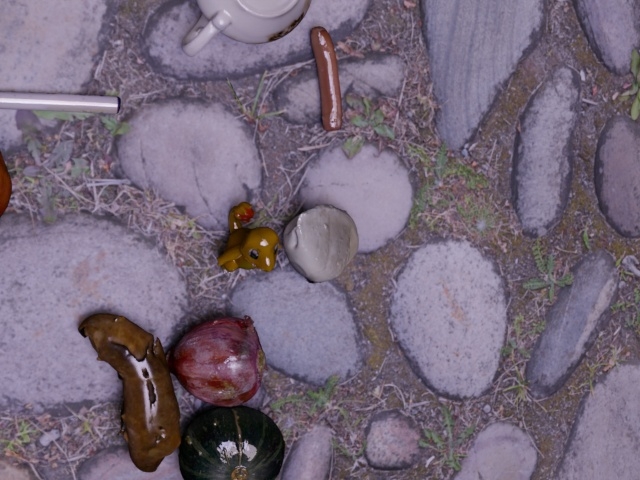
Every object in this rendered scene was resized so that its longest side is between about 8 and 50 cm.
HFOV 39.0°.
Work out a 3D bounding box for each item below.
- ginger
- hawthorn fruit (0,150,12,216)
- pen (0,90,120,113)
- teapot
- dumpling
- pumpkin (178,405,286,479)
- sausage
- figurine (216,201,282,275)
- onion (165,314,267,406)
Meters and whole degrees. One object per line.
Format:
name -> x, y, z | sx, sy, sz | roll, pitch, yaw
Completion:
ginger -> -0.308, 0.260, 1.535 | 0.133, 0.107, 0.309 | -14, 101, 17
hawthorn fruit -> -0.546, -0.095, 1.352 | 0.173, 0.173, 0.179 | 33, 87, -24
pen -> -0.454, -0.220, 1.433 | 0.269, 0.033, 0.033 | -1, 100, -22
teapot -> -0.120, -0.419, 1.478 | 0.298, 0.139, 0.204 | -46, 115, -11
dumpling -> 0.001, 0.001, 1.627 | 0.150, 0.092, 0.176 | -46, 119, -25
pumpkin -> -0.158, 0.378, 1.604 | 0.190, 0.146, 0.190 | 0, 112, -1
sausage -> 0.012, -0.287, 1.606 | 0.043, 0.043, 0.186 | -14, 106, -19
figurine -> -0.119, -0.006, 1.539 | 0.121, 0.176, 0.122 | -14, 93, -22
onion -> -0.193, 0.212, 1.571 | 0.194, 0.159, 0.160 | -5, 103, 9
